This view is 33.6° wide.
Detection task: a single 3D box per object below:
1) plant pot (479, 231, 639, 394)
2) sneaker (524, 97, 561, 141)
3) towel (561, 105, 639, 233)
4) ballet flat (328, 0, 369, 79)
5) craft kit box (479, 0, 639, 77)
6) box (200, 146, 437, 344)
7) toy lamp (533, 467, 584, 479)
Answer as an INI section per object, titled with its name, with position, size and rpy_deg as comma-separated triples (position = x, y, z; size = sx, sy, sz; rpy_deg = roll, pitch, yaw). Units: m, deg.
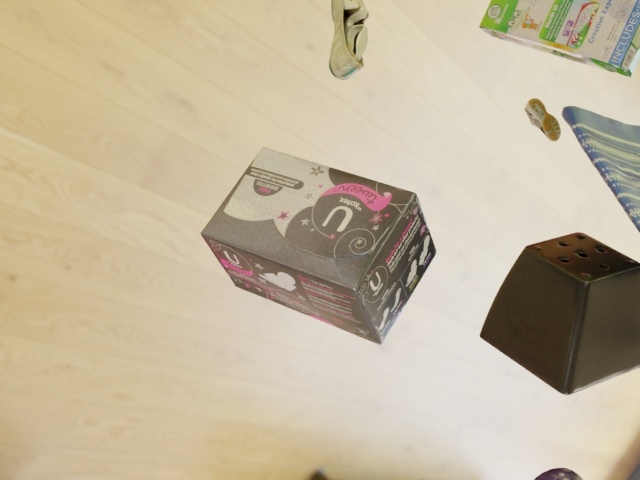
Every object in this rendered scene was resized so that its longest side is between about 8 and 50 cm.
[plant pot]
position = 0.378, 0.094, 1.585
size = 0.188, 0.187, 0.167
rpy_deg = -12, 121, -33
[sneaker]
position = 0.375, -0.200, 1.787
size = 0.032, 0.083, 0.037
rpy_deg = -25, 168, -20
[towel]
position = 0.522, -0.072, 1.632
size = 0.243, 0.336, 0.040
rpy_deg = 10, 133, -39
[ballet flat]
position = 0.046, -0.295, 1.465
size = 0.057, 0.052, 0.168
rpy_deg = 27, 55, -40
[craft kit box]
position = 0.387, -0.387, 1.540
size = 0.061, 0.247, 0.250
rpy_deg = 20, 96, -54
[box]
position = 0.000, 0.000, 1.389
size = 0.163, 0.247, 0.142
rpy_deg = -57, 148, -22
[toy lamp]
position = 0.260, 0.282, 0.924
size = 0.080, 0.080, 0.275
rpy_deg = -53, -167, 0
